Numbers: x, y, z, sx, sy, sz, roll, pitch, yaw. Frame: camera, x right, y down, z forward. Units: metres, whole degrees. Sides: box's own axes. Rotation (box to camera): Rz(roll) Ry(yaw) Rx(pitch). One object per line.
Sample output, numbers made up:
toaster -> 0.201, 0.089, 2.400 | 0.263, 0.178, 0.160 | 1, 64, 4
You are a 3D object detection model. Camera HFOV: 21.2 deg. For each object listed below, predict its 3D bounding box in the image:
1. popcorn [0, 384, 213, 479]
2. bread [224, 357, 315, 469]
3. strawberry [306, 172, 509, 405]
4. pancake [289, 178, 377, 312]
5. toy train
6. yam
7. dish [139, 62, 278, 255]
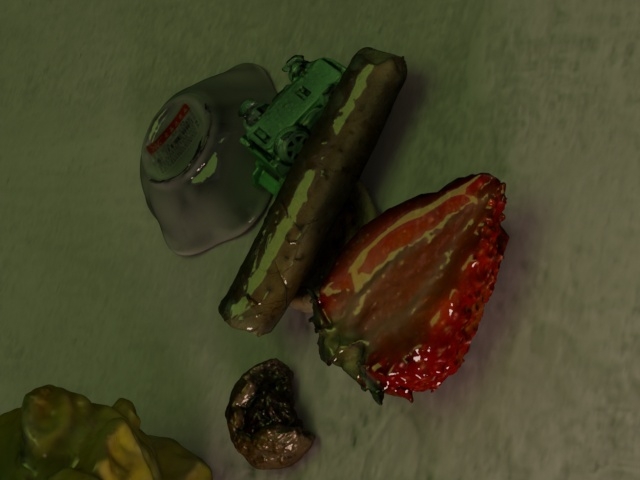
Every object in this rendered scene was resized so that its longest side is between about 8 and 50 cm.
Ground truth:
popcorn -> -0.258, 0.293, 1.662 | 0.312, 0.312, 0.312 | -20, 58, 37
bread -> -0.057, 0.176, 1.690 | 0.082, 0.060, 0.113 | -42, 49, 20
strawberry -> 0.092, 0.036, 1.582 | 0.174, 0.098, 0.228 | 30, 91, 44
pancake -> 0.001, 0.000, 1.738 | 0.151, 0.025, 0.152 | -27, 49, 35
toy train -> -0.022, -0.119, 1.781 | 0.149, 0.081, 0.099 | -45, 40, -7
yam -> -0.005, -0.050, 1.704 | 0.071, 0.067, 0.317 | 27, 88, 43
dish -> -0.137, -0.101, 1.882 | 0.229, 0.081, 0.229 | -21, 58, 38
